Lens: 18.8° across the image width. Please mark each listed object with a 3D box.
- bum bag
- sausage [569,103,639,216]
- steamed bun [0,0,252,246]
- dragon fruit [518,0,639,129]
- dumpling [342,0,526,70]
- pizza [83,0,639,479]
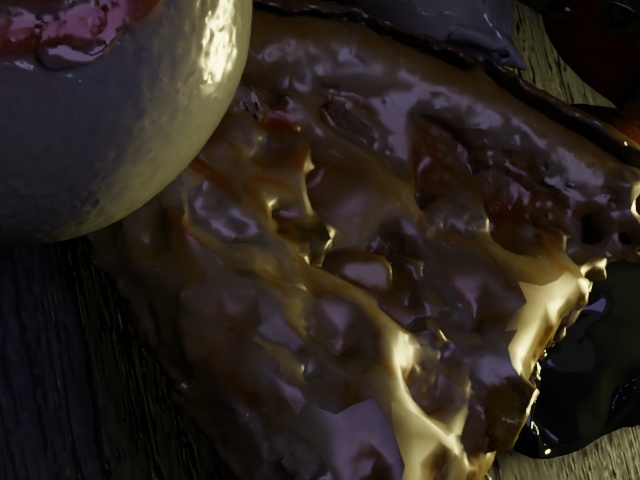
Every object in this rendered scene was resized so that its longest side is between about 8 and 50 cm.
[{"bbox_3d":[0.196,0.067,1.348,0.326,0.080,0.142,-9,87,-46],"label":"bum bag"},{"bbox_3d":[0.212,-0.052,1.396,0.179,0.089,0.089,2,73,-36],"label":"sausage"},{"bbox_3d":[-0.167,-0.141,0.982,0.283,0.177,0.283,7,64,-15],"label":"steamed bun"},{"bbox_3d":[0.270,-0.185,1.382,0.295,0.130,0.268,-3,61,-8],"label":"dragon fruit"},{"bbox_3d":[0.073,-0.186,1.323,0.188,0.108,0.127,36,26,-3],"label":"dumpling"},{"bbox_3d":[-0.002,-0.027,1.154,0.392,0.080,0.435,39,44,-4],"label":"pizza"}]
